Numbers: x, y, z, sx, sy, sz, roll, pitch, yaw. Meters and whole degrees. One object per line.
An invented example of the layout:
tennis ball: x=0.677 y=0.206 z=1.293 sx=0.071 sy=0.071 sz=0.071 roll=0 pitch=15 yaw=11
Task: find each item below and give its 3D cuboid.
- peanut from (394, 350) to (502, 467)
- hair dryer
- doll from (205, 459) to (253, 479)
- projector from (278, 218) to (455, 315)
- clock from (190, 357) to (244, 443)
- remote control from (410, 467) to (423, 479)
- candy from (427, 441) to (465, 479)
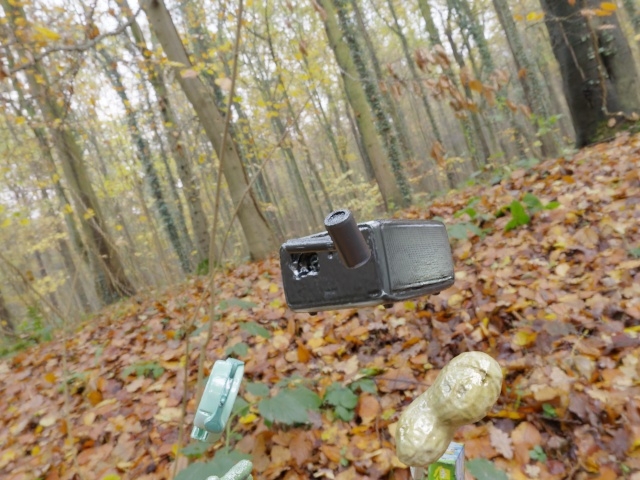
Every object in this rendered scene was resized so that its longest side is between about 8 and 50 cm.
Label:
peanut: x=0.209 y=0.280 z=0.741 sx=0.229 sy=0.098 sz=0.103 roll=-51 pitch=-41 yaw=8
hair dryer: x=0.000 y=0.000 z=0.390 sx=0.083 sy=0.047 sz=0.026 roll=-4 pitch=34 yaw=40
doll: x=-0.165 y=0.412 z=0.698 sx=0.150 sy=0.077 sz=0.115 roll=-27 pitch=-33 yaw=-38
projector: x=0.148 y=0.082 z=1.358 sx=0.395 sy=0.241 sz=0.405 roll=-15 pitch=-9 yaw=41
clock: x=-0.208 y=0.318 z=0.921 sx=0.210 sy=0.066 sz=0.159 roll=118 pitch=169 yaw=-50
remote control: x=0.311 y=0.679 z=1.424 sx=0.049 sy=0.230 sz=0.090 roll=-7 pitch=42 yaw=-1
candy: x=0.287 y=0.524 z=1.004 sx=0.062 sy=0.097 sz=0.194 roll=-2 pitch=-12 yaw=24
